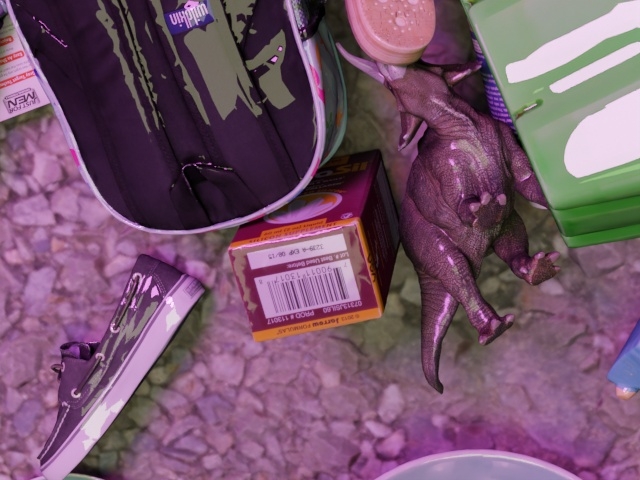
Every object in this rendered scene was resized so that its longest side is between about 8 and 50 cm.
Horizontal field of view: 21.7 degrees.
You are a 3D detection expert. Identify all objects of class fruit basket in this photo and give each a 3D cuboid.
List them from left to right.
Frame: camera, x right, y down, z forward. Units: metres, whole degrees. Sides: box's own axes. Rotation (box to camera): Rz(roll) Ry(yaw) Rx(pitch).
[{"bbox_3d":[0.274,-0.201,1.125,0.392,0.283,0.392,-2,79,12],"label":"fruit basket"}]

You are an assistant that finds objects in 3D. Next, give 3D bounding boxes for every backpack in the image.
[{"bbox_3d":[-0.096,-0.139,1.271,0.225,0.191,0.254,-16,100,17],"label":"backpack"}]

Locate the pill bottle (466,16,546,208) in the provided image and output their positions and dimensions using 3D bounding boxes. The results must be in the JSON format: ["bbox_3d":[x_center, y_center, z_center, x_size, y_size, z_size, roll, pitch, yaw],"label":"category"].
[{"bbox_3d":[0.177,-0.115,1.299,0.094,0.094,0.169,-12,109,11],"label":"pill bottle"}]

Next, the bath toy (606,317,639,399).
[{"bbox_3d":[0.412,0.150,1.361,0.348,0.129,0.151,36,155,-5],"label":"bath toy"}]

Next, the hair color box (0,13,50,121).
[{"bbox_3d":[-0.263,-0.173,1.359,0.072,0.043,0.141,-18,106,14],"label":"hair color box"}]

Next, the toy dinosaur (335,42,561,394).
[{"bbox_3d":[0.112,-0.023,1.294,0.121,0.160,0.314,-21,132,-17],"label":"toy dinosaur"}]

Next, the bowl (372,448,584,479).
[{"bbox_3d":[0.134,0.347,1.402,0.311,0.312,0.163,4,155,5],"label":"bowl"}]

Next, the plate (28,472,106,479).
[{"bbox_3d":[-0.222,0.295,1.542,0.188,0.024,0.188,2,110,6],"label":"plate"}]

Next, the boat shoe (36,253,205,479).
[{"bbox_3d":[-0.191,0.108,1.440,0.076,0.080,0.228,36,110,-1],"label":"boat shoe"}]

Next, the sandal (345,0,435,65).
[{"bbox_3d":[0.042,-0.248,1.207,0.088,0.240,0.079,-5,154,-22],"label":"sandal"}]

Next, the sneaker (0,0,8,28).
[{"bbox_3d":[-0.273,-0.162,1.298,0.098,0.083,0.224,-1,110,4],"label":"sneaker"}]

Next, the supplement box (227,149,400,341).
[{"bbox_3d":[0.000,0.000,1.313,0.104,0.188,0.081,-11,108,11],"label":"supplement box"}]
